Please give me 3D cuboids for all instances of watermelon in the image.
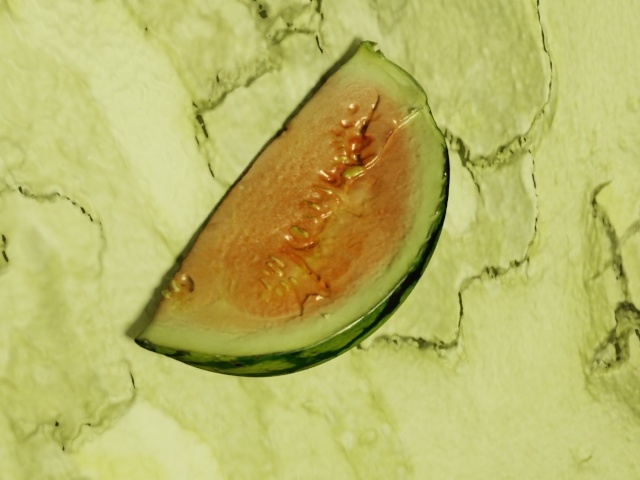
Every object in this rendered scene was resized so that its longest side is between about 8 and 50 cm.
[{"bbox_3d":[0.020,0.010,0.926,0.303,0.128,0.159,-52,124,-17],"label":"watermelon"}]
